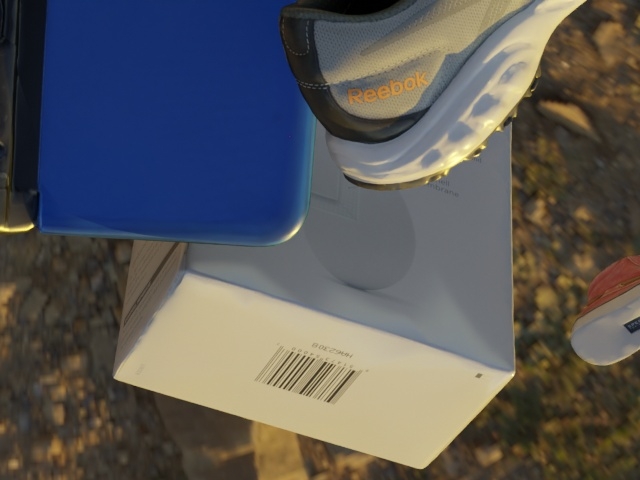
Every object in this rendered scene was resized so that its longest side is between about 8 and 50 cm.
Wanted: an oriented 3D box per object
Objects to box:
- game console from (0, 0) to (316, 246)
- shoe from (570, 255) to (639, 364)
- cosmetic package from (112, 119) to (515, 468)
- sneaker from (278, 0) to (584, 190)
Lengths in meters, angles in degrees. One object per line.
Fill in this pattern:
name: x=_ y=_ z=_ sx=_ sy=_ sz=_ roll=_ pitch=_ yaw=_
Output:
game console: x=-0.136 y=-0.157 z=1.088 sx=0.173 sy=0.250 sz=0.293 roll=-4 pitch=105 yaw=-36
shoe: x=0.286 y=0.037 z=1.547 sx=0.178 sy=0.081 sz=0.063 roll=-28 pitch=113 yaw=34
cosmetic package: x=0.000 y=0.000 z=1.246 sx=0.224 sy=0.224 sz=0.138 roll=19 pitch=140 yaw=-16
sneaker: x=0.082 y=-0.150 z=0.854 sx=0.271 sy=0.100 sz=0.108 roll=-53 pitch=130 yaw=-19
